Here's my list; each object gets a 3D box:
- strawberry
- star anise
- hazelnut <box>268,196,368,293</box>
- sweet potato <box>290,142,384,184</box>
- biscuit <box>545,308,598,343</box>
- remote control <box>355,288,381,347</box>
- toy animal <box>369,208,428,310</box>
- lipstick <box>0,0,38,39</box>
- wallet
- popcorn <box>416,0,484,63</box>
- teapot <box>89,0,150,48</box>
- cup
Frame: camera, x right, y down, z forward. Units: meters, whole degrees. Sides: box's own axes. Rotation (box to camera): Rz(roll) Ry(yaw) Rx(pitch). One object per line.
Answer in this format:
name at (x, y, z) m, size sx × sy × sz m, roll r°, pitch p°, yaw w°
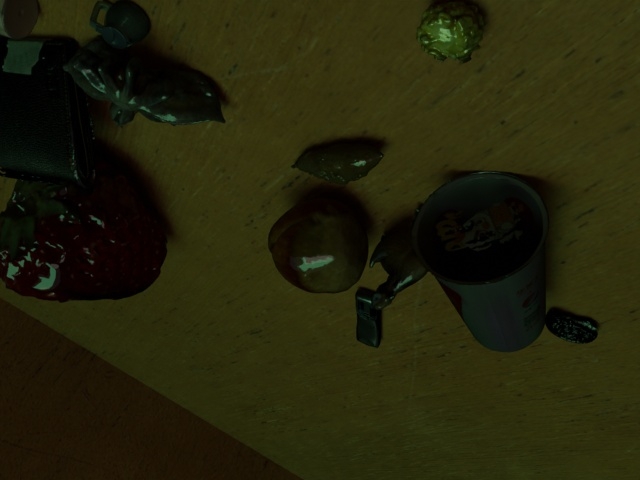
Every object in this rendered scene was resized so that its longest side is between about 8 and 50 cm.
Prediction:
strawberry at (-0.480, -0.010, 1.541) m, size 0.295 × 0.318 × 0.345 m, roll -10°, pitch 154°, yaw 26°
star anise at (-0.303, -0.253, 1.207) m, size 0.257 × 0.111 × 0.198 m, roll 11°, pitch 162°, yaw 36°
hazelnut at (0.000, 0.000, 1.305) m, size 0.182 × 0.182 × 0.182 m, roll 19°, pitch 148°, yaw 13°
sweet potato at (0.021, -0.124, 1.197) m, size 0.206 × 0.060 × 0.068 m, roll 7°, pitch 111°, yaw 46°
biscuit at (0.443, 0.152, 1.314) m, size 0.087 × 0.027 × 0.089 m, roll -11°, pitch 132°, yaw 46°
remote control at (0.103, 0.171, 1.595) m, size 0.059 × 0.028 × 0.212 m, roll 16°, pitch 147°, yaw 16°
toy animal at (0.126, 0.038, 1.255) m, size 0.089 × 0.179 × 0.188 m, roll 41°, pitch 172°, yaw -19°
lipstick at (-0.628, -0.416, 1.218) m, size 0.326 × 0.087 × 0.087 m, roll 19°, pitch 148°, yaw 12°
wallet at (-0.513, -0.229, 1.333) m, size 0.221 × 0.071 × 0.262 m, roll 10°, pitch 112°, yaw 28°
popcorn at (0.159, -0.253, 0.903) m, size 0.082 × 0.057 × 0.083 m, roll -19°, pitch 123°, yaw 42°
teapot at (-0.312, -0.331, 1.136) m, size 0.088 × 0.057 × 0.066 m, roll 30°, pitch 148°, yaw -5°
cup at (0.270, 0.055, 1.167) m, size 0.203 × 0.203 × 0.288 m, roll 7°, pitch 150°, yaw 29°
